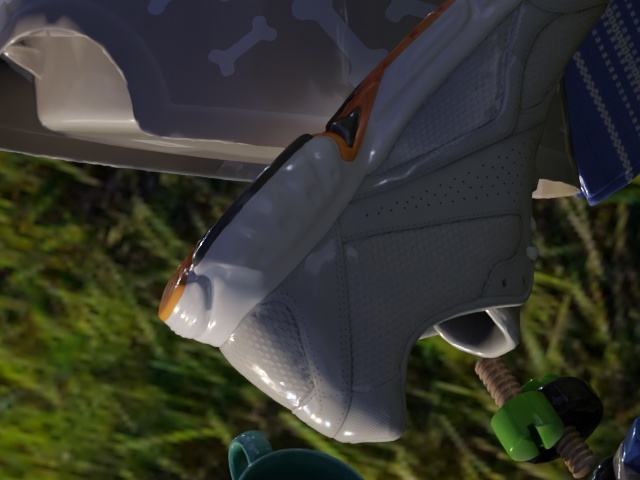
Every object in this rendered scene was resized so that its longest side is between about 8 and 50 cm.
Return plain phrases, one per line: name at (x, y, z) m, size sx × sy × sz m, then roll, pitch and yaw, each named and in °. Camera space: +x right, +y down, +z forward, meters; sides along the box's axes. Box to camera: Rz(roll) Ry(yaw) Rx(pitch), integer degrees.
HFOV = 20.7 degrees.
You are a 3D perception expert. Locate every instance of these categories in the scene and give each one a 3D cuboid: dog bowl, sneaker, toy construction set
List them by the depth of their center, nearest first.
sneaker at (0.054, -0.019, 0.726) m, size 0.262 × 0.121 × 0.099 m, roll -46°, pitch 1°, yaw -27°
dog bowl at (-0.028, -0.088, 0.962) m, size 0.349 × 0.349 × 0.102 m, roll 3°, pitch 87°, yaw 60°
toy construction set at (0.135, 0.264, 1.042) m, size 0.309 × 0.257 × 0.237 m, roll -49°, pitch 53°, yaw 23°

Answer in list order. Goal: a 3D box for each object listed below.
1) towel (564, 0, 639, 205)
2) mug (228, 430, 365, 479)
towel at (0.259, -0.210, 1.256) m, size 0.336 × 0.243 × 0.040 m, roll -37°, pitch 27°, yaw -13°
mug at (-0.021, 0.249, 1.502) m, size 0.157 × 0.129 × 0.097 m, roll -89°, pitch 12°, yaw -45°
